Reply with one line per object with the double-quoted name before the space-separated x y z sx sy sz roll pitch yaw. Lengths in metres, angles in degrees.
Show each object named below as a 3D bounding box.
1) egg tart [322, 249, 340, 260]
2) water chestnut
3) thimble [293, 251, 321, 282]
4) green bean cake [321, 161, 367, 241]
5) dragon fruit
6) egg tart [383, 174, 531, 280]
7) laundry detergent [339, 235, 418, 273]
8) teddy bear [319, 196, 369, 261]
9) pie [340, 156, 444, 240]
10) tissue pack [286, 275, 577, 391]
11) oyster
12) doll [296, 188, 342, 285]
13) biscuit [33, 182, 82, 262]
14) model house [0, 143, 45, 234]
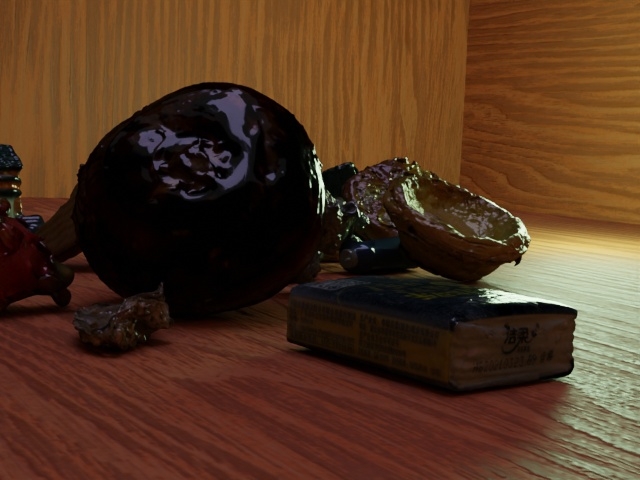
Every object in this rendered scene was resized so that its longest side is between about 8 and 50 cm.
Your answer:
"egg tart" 0.000 0.000 2.137 0.191 0.074 0.191 5 7 -1
"water chestnut" -0.152 -0.030 1.428 0.350 0.350 0.302 4 -34 16
"thimble" -0.074 0.015 1.771 0.150 0.097 0.150 2 6 0
"green bean cake" 0.018 -0.049 2.379 0.208 0.193 0.107 -21 -12 -5
"dragon fruit" -0.390 0.029 1.328 0.208 0.133 0.150 34 21 -41
"egg tart" 0.228 -0.012 1.882 0.294 0.123 0.294 18 22 -8
"laundry detergent" 0.101 0.028 1.932 0.097 0.061 0.206 16 13 38
"teddy bear" 0.020 -0.040 1.954 0.133 0.111 0.213 -14 -18 -9
"pie" 0.177 -0.063 2.266 0.308 0.085 0.308 8 43 -8
"tissue pack" 0.111 0.088 1.122 0.185 0.081 0.257 -2 7 -38
"oyster" -0.214 0.084 1.164 0.105 0.056 0.177 -10 7 -10
"doll" -0.104 -0.013 1.603 0.286 0.202 0.091 8 24 19
"biscuit" -0.412 -0.038 1.800 0.229 0.176 0.031 -27 -48 16
"model house" -0.609 -0.108 1.859 0.271 0.300 0.190 -2 0 -40
